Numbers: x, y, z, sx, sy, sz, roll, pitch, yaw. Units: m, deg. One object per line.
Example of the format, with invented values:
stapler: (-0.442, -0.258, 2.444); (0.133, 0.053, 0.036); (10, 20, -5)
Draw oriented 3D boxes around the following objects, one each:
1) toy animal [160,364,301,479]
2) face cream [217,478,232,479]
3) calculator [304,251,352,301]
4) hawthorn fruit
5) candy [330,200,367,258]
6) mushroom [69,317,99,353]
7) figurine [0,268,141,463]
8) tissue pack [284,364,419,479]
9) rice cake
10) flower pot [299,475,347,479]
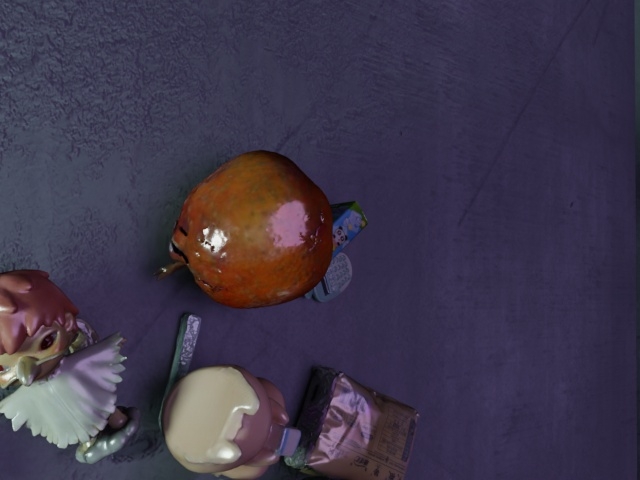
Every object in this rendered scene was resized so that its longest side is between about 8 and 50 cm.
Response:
toy animal: (-0.139, 0.299, 1.147); (0.256, 0.213, 0.195); (47, 56, -54)
face cream: (-0.282, 0.462, 1.074); (0.314, 0.143, 0.089); (-32, 82, -23)
calculator: (0.014, 0.077, 1.451); (0.153, 0.021, 0.095); (-26, 105, -40)
hawthorn fruit: (-0.138, 0.000, 1.175); (0.308, 0.276, 0.276); (-27, 107, -18)
candy: (0.000, 0.000, 1.393); (0.194, 0.097, 0.062); (-45, 114, -35)
mushroom: (-0.373, 0.169, 1.095); (0.049, 0.019, 0.101); (-28, 106, -39)
figurine: (-0.401, 0.151, 0.966); (0.207, 0.166, 0.386); (-28, 116, 2)
tissue pack: (0.077, 0.398, 1.409); (0.257, 0.123, 0.214); (30, 68, -26)
rice cake: (-0.246, 0.228, 1.201); (0.033, 0.033, 0.207); (18, 77, -30)
flower pot: (-0.024, 0.582, 1.226); (0.283, 0.299, 0.298); (4, 85, -46)
